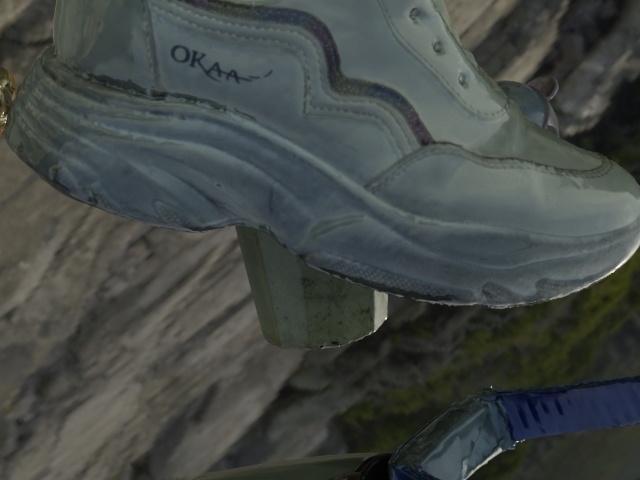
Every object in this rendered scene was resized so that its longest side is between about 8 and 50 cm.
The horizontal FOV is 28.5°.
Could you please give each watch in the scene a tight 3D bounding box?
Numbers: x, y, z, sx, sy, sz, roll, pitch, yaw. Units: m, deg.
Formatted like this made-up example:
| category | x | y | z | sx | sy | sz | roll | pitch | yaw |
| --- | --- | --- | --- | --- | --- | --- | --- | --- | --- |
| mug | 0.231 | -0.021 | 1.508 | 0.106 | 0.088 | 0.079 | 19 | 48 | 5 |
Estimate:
| category | x | y | z | sx | sy | sz | roll | pitch | yaw |
| --- | --- | --- | --- | --- | --- | --- | --- | --- | --- |
| watch | 0.168 | 0.196 | 1.020 | 0.274 | 0.068 | 0.276 | -11 | -165 | 40 |

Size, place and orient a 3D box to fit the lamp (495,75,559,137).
| category | x | y | z | sx | sy | sz | roll | pitch | yaw |
| --- | --- | --- | --- | --- | --- | --- | --- | --- | --- |
| lamp | 0.213 | -0.139 | 1.732 | 0.246 | 0.108 | 0.179 | -22 | -145 | 30 |

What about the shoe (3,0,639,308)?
| category | x | y | z | sx | sy | sz | roll | pitch | yaw |
| --- | --- | --- | --- | --- | --- | --- | --- | --- | --- |
| shoe | 0.021 | -0.094 | 0.648 | 0.132 | 0.342 | 0.210 | -86 | -169 | -71 |

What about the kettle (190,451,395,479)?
| category | x | y | z | sx | sy | sz | roll | pitch | yaw |
| --- | --- | --- | --- | --- | --- | --- | --- | --- | --- |
| kettle | 0.008 | 0.299 | 1.216 | 0.255 | 0.165 | 0.240 | -21 | 133 | 39 |

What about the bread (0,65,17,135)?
| category | x | y | z | sx | sy | sz | roll | pitch | yaw |
| --- | --- | --- | --- | --- | --- | --- | --- | --- | --- |
| bread | -0.263 | -0.108 | 0.918 | 0.066 | 0.110 | 0.060 | -57 | 144 | -6 |

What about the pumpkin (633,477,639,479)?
| category | x | y | z | sx | sy | sz | roll | pitch | yaw |
| --- | --- | --- | --- | --- | --- | --- | --- | --- | --- |
| pumpkin | 0.378 | 0.330 | 1.236 | 0.320 | 0.192 | 0.320 | -16 | 147 | -11 |

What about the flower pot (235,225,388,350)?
| category | x | y | z | sx | sy | sz | roll | pitch | yaw |
| --- | --- | --- | --- | --- | --- | --- | --- | --- | --- |
| flower pot | 0.000 | 0.000 | 1.363 | 0.212 | 0.212 | 0.202 | -26 | 115 | -37 |
